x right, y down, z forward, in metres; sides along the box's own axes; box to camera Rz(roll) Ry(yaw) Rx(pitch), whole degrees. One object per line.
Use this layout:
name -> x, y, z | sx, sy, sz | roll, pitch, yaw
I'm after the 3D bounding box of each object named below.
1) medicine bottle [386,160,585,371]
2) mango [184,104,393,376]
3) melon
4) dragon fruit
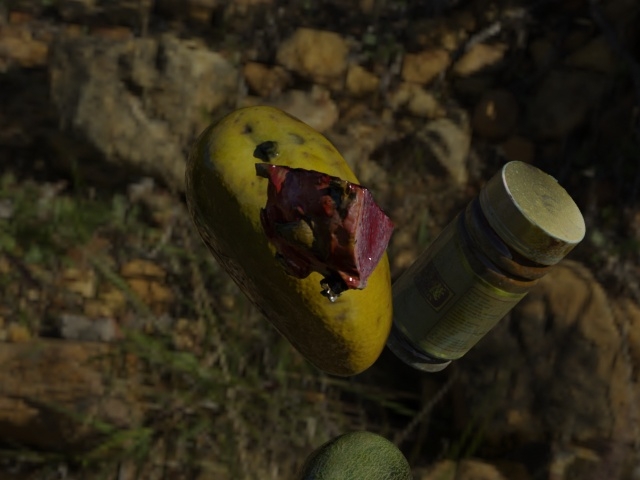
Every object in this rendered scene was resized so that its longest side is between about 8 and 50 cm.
medicine bottle -> 0.226, 0.045, 1.947 | 0.151, 0.322, 0.151 | 26, 35, -21
mango -> -0.033, 0.010, 1.618 | 0.182, 0.365, 0.253 | -30, 19, -20
melon -> 0.033, 0.251, 1.326 | 0.114, 0.114, 0.167 | 16, 19, 24
dragon fruit -> 0.000, 0.000, 1.171 | 0.102, 0.096, 0.147 | 18, -10, 29
